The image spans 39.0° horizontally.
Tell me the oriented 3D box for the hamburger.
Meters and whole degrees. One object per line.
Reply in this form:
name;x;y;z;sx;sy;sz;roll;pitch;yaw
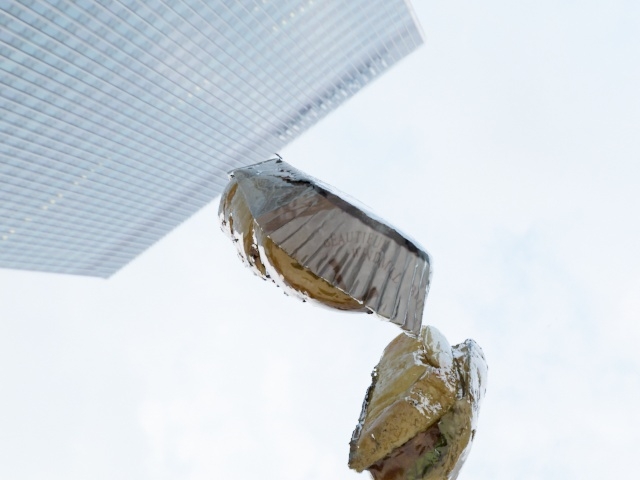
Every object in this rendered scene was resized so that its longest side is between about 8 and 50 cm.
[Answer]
hamburger;0.125;0.179;0.995;0.124;0.262;0.131;44;-64;-9

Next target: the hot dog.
hot dog;0.000;0.000;0.561;0.131;0.252;0.069;28;-87;-14
